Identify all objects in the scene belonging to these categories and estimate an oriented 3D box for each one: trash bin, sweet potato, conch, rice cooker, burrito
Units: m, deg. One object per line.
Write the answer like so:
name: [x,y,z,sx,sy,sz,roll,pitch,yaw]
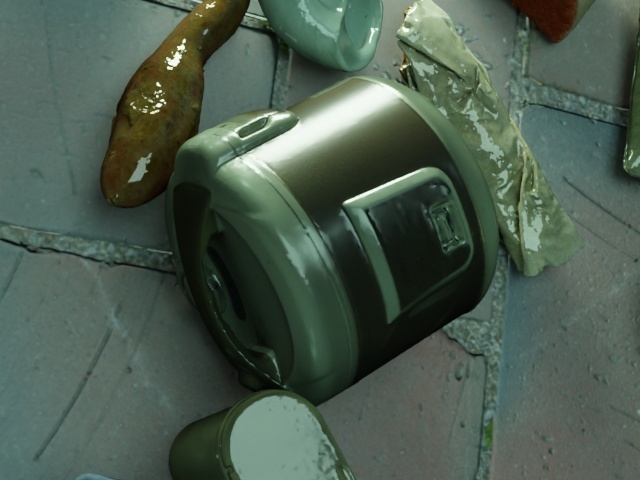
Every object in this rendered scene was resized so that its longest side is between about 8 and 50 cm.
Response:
trash bin: [-0.058,0.289,1.642,0.121,0.247,0.243,-29,91,-25]
sweet potato: [-0.176,-0.182,1.787,0.109,0.109,0.385,30,55,-13]
conch: [0.001,-0.315,1.875,0.185,0.121,0.221,-10,91,-32]
rice cooker: [0.000,0.000,1.691,0.325,0.335,0.335,-28,89,-25]
burrito: [0.205,-0.131,1.938,0.117,0.076,0.392,-31,91,-24]

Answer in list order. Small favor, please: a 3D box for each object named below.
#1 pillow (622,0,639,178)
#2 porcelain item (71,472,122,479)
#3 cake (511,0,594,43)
pillow: [0.511,-0.210,2.082,0.185,0.075,0.302,14,74,-20]
porcelain item: [-0.179,0.336,1.487,0.242,0.405,0.178,20,78,-14]
cake: [0.285,-0.411,1.991,0.262,0.159,0.158,38,70,-8]
